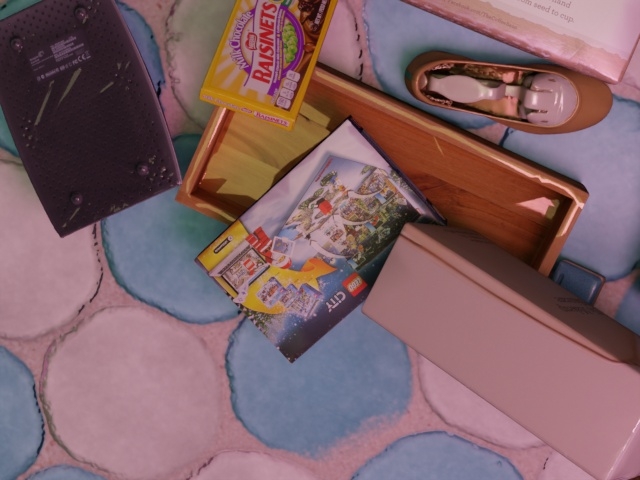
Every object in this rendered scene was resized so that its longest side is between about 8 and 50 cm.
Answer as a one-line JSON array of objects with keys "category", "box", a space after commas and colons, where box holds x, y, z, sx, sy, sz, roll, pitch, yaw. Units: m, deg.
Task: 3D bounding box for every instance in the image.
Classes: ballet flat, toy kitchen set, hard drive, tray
[{"category": "ballet flat", "box": [0.206, -0.157, 1.488, 0.232, 0.073, 0.080, 7, 104, 3]}, {"category": "toy kitchen set", "box": [0.321, 0.117, 1.460, 0.207, 0.166, 0.122, 25, 97, 17]}, {"category": "hard drive", "box": [-0.262, -0.148, 1.515, 0.172, 0.054, 0.254, -24, 84, 10]}, {"category": "tray", "box": [0.067, -0.055, 1.524, 0.411, 0.076, 0.203, 25, 103, -2]}]

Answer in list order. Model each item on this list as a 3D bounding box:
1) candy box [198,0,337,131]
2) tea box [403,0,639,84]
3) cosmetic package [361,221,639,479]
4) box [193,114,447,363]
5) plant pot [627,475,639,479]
[{"category": "candy box", "box": [-0.049, -0.219, 1.453, 0.105, 0.027, 0.206, 17, 61, 0]}, {"category": "tea box", "box": [0.163, -0.319, 1.324, 0.329, 0.323, 0.220, 22, 100, 0]}, {"category": "cosmetic package", "box": [0.212, 0.106, 1.361, 0.309, 0.160, 0.113, 33, 105, 29]}, {"category": "box", "box": [0.000, 0.000, 1.482, 0.233, 0.044, 0.159, -42, 96, 12]}, {"category": "plant pot", "box": [0.383, 0.413, 1.509, 0.237, 0.254, 0.237, 1, 102, 6]}]
